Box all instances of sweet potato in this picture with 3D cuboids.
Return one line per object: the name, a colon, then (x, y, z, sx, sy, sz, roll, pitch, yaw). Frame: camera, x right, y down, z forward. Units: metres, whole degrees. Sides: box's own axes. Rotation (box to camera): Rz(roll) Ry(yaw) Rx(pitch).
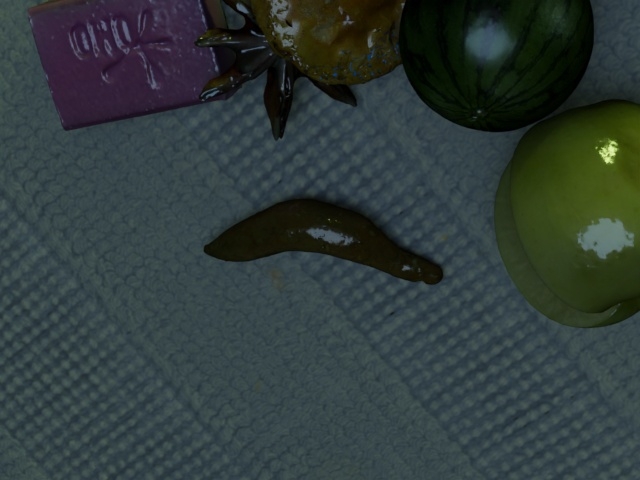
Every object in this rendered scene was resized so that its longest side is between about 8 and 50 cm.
sweet potato: (0.003, -0.004, 1.803, 0.346, 0.079, 0.108, 8, 139, 9)

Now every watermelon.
watermelon: (0.215, -0.252, 1.571, 0.242, 0.242, 0.242, 4, 110, 12)

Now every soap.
soap: (-0.256, -0.263, 1.763, 0.259, 0.081, 0.181, -8, 107, 16)

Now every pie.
pie: (0.041, -0.320, 1.629, 0.273, 0.069, 0.273, -4, 107, -13)

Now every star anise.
star anise: (-0.055, -0.269, 1.691, 0.288, 0.088, 0.288, -4, 105, -16)

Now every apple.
apple: (0.349, -0.032, 1.599, 0.292, 0.292, 0.254, -23, 74, 19)
